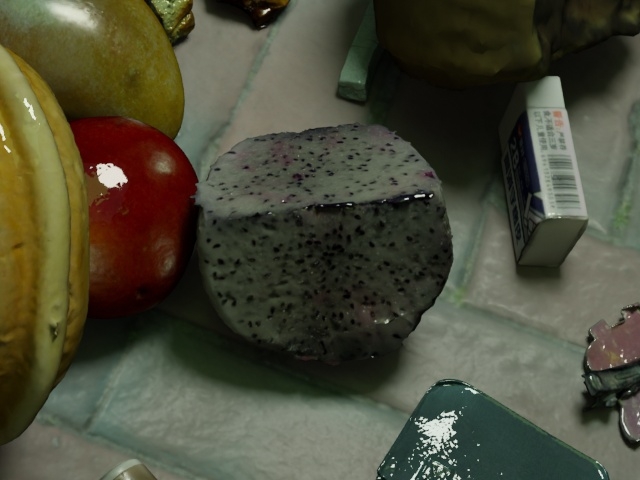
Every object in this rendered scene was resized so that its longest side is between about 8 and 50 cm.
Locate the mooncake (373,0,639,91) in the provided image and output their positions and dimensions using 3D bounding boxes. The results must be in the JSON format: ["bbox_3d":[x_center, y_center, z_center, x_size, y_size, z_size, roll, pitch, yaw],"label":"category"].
[{"bbox_3d":[0.256,-0.336,1.546,0.394,0.246,0.393,-10,21,-8],"label":"mooncake"}]

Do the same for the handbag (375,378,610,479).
[{"bbox_3d":[0.186,0.270,1.355,0.229,0.062,0.179,31,53,10],"label":"handbag"}]

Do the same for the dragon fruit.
[{"bbox_3d":[0.000,0.000,1.431,0.282,0.204,0.221,-6,32,-3],"label":"dragon fruit"}]

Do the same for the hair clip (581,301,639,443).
[{"bbox_3d":[0.378,0.151,1.475,0.187,0.056,0.146,-20,64,-27],"label":"hair clip"}]

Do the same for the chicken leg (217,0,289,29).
[{"bbox_3d":[-0.168,-0.397,1.692,0.304,0.093,0.113,29,72,14],"label":"chicken leg"}]

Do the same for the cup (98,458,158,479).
[{"bbox_3d":[-0.197,0.296,1.310,0.099,0.102,0.074,45,26,18],"label":"cup"}]

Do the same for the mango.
[{"bbox_3d":[-0.330,-0.248,1.524,0.384,0.199,0.221,35,57,-2],"label":"mango"}]

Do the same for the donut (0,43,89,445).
[{"bbox_3d":[-0.384,-0.008,1.250,0.198,0.449,0.449,-11,59,-44],"label":"donut"}]

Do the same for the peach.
[{"bbox_3d":[-0.239,-0.029,1.403,0.243,0.199,0.243,12,59,-21],"label":"peach"}]

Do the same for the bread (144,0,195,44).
[{"bbox_3d":[-0.230,-0.325,1.613,0.140,0.128,0.069,42,67,15],"label":"bread"}]

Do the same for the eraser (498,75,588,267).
[{"bbox_3d":[0.273,-0.087,1.547,0.068,0.124,0.210,0,60,-7],"label":"eraser"}]

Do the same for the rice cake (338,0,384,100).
[{"bbox_3d":[0.079,-0.292,1.684,0.045,0.042,0.245,13,60,18],"label":"rice cake"}]
